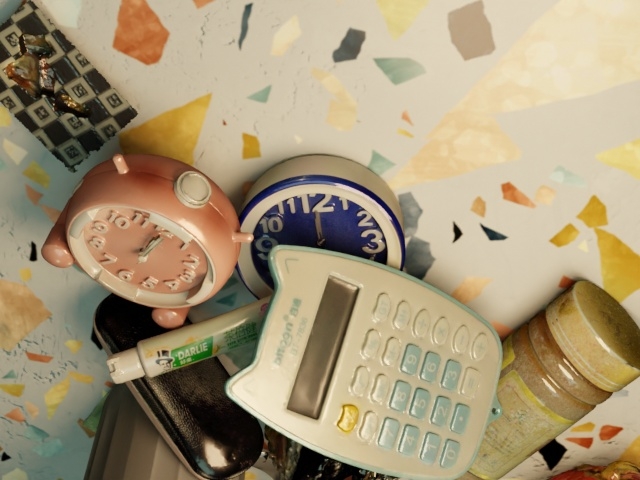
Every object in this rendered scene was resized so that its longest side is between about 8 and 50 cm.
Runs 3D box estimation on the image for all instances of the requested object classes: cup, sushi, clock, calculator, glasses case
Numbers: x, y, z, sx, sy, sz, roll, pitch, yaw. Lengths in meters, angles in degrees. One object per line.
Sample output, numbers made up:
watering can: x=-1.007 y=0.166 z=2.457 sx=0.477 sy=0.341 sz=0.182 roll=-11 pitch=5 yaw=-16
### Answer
cup: x=-0.191 y=0.391 z=1.557 sx=0.323 sy=0.326 sz=0.236 roll=16 pitch=124 yaw=-11
sushi: x=0.036 y=0.240 z=1.507 sx=0.219 sy=0.225 sz=0.238 roll=1 pitch=146 yaw=-27
clock: x=0.000 y=0.000 z=1.442 sx=0.231 sy=0.083 sz=0.230 roll=3 pitch=122 yaw=5
clock: x=-0.207 y=-0.023 z=1.370 sx=0.227 sy=0.142 sz=0.241 roll=31 pitch=142 yaw=-16
sushi: x=-0.339 y=-0.197 z=1.370 sx=0.139 sy=0.031 sz=0.201 roll=-33 pitch=111 yaw=24
calculator: x=0.074 y=0.165 z=1.382 sx=0.386 sy=0.256 sz=0.054 roll=22 pitch=166 yaw=-18
glasses case: x=-0.198 y=0.195 z=1.492 sx=0.314 sy=0.122 sz=0.075 roll=53 pitch=142 yaw=11

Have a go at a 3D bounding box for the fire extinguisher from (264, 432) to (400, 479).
fire extinguisher: x=0.032 y=0.323 z=1.656 sx=0.231 sy=0.071 sz=0.099 roll=33 pitch=98 yaw=-16

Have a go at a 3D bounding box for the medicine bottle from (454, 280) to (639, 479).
medicine bottle: x=0.293 y=0.211 z=1.509 sx=0.151 sy=0.151 sz=0.322 roll=36 pitch=119 yaw=-17

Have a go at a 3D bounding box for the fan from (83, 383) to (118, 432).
fan: x=-0.267 y=0.256 z=1.671 sx=0.240 sy=0.009 sz=0.131 roll=-30 pitch=118 yaw=21

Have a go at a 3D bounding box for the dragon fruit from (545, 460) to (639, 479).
dragon fruit: x=0.436 y=0.448 z=1.596 sx=0.291 sy=0.250 sz=0.269 roll=-1 pitch=145 yaw=-33

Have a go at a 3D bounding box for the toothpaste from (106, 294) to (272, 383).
toothpaste: x=-0.129 y=0.124 z=1.431 sx=0.314 sy=0.056 sz=0.058 roll=-18 pitch=165 yaw=-3
